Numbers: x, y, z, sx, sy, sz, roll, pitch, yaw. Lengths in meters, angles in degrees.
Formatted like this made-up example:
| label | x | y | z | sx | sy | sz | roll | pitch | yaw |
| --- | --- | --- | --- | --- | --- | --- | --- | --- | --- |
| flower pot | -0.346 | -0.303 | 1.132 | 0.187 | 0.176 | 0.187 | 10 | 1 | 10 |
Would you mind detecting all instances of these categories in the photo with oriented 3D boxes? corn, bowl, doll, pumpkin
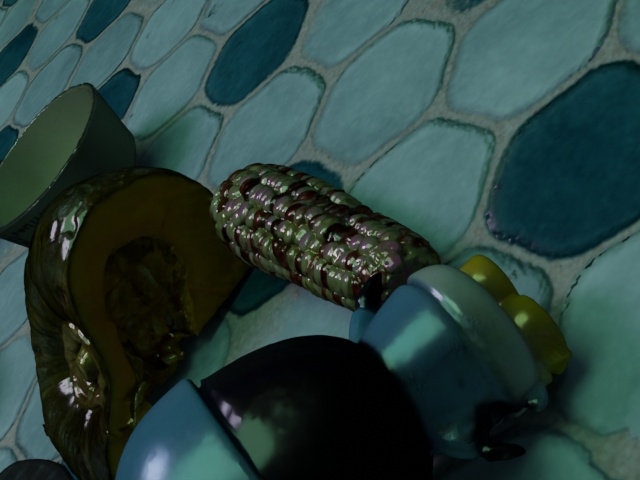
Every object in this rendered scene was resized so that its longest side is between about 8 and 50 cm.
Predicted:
| label | x | y | z | sx | sy | sz | roll | pitch | yaw |
| --- | --- | --- | --- | --- | --- | --- | --- | --- | --- |
| corn | 0.000 | 0.000 | 0.943 | 0.092 | 0.092 | 0.280 | -55 | 35 | -6 |
| bowl | -0.291 | -0.068 | 1.381 | 0.211 | 0.112 | 0.211 | -35 | 33 | 27 |
| doll | 0.000 | 0.129 | 0.710 | 0.314 | 0.141 | 0.177 | -33 | 49 | -10 |
| pumpkin | -0.161 | 0.071 | 1.086 | 0.139 | 0.190 | 0.280 | 1 | 102 | 54 |

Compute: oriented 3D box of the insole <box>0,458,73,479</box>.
| label | x | y | z | sx | sy | sz | roll | pitch | yaw |
| --- | --- | --- | --- | --- | --- | --- | --- | --- | --- |
| insole | -0.250 | 0.269 | 1.065 | 0.110 | 0.012 | 0.309 | -54 | 30 | -6 |

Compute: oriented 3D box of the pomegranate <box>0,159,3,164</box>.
| label | x | y | z | sx | sy | sz | roll | pitch | yaw |
| --- | --- | --- | --- | --- | --- | --- | --- | --- | --- |
| pomegranate | -0.558 | -0.071 | 1.664 | 0.306 | 0.242 | 0.242 | -23 | 36 | 9 |
